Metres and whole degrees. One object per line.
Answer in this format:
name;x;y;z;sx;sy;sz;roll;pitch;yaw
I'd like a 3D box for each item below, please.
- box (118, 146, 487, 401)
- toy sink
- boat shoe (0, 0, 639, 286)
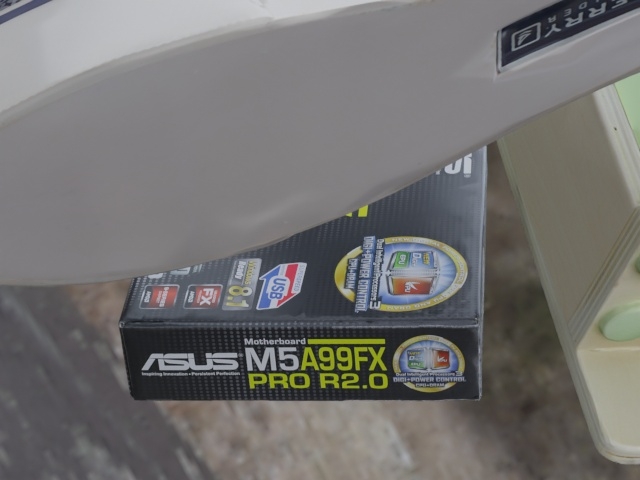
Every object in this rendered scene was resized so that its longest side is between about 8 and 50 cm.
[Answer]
box;0.000;0.000;1.157;0.270;0.216;0.060;-79;167;-56
toy sink;0.211;-0.012;0.982;0.131;0.152;0.234;111;-26;-50
boat shoe;0.013;-0.112;0.536;0.127;0.340;0.158;94;-27;-60
